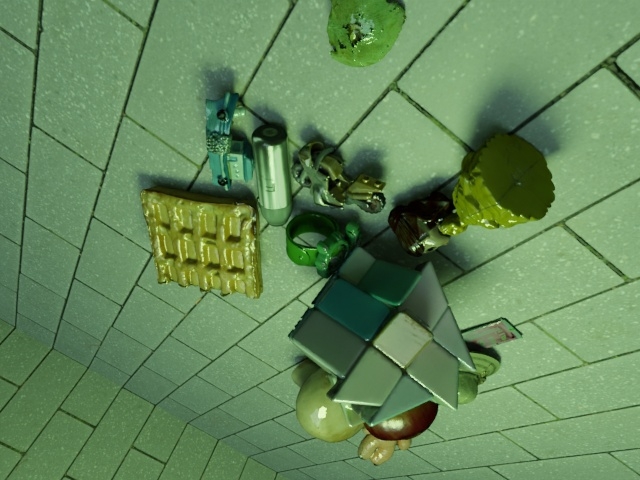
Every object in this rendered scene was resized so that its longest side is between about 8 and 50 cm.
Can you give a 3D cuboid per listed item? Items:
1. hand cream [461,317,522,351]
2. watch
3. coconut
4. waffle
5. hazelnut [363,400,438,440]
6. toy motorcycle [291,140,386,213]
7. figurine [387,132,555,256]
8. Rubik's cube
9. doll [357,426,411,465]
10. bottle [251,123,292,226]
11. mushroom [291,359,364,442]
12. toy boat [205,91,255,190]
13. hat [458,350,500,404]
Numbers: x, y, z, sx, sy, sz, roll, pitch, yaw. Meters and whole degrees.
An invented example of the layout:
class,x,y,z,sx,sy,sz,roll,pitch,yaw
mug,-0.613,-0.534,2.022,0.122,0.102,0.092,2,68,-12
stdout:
class,x,y,z,sx,sy,sz,roll,pitch,yaw
hand cream,0.416,0.286,1.254,0.079,0.050,0.275,21,140,-36
watch,0.000,0.000,1.093,0.152,0.165,0.131,34,146,28
coconut,0.070,-0.354,0.734,0.133,0.055,0.158,9,138,19
waffle,-0.316,0.007,1.222,0.348,0.077,0.304,9,118,17
hazelnut,0.243,0.513,1.408,0.217,0.251,0.217,57,171,14
toy motorcycle,0.033,-0.134,0.945,0.229,0.094,0.129,24,142,19
figurine,0.271,-0.052,0.886,0.168,0.187,0.315,29,147,-12
Rubik's cube,0.136,0.237,1.046,0.368,0.387,0.358,38,167,1
doll,0.241,0.662,1.611,0.201,0.156,0.303,29,106,-14
bottle,-0.113,-0.143,1.023,0.096,0.079,0.253,24,141,22
mushroom,0.029,0.535,1.554,0.292,0.292,0.290,52,162,-28
toy boat,-0.193,-0.216,0.973,0.098,0.109,0.238,2,141,-5
hat,0.398,0.415,1.294,0.252,0.110,0.252,3,145,2
